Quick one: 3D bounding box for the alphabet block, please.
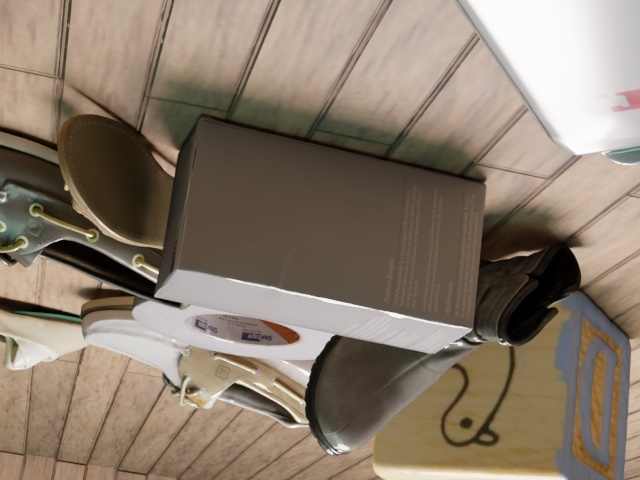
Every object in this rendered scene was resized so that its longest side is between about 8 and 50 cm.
[{"bbox_3d":[0.185,0.163,1.436,0.197,0.192,0.193,-3,157,27],"label":"alphabet block"}]

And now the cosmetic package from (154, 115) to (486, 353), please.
[{"bbox_3d":[0.000,0.000,1.114,0.238,0.127,0.107,13,161,-10],"label":"cosmetic package"}]

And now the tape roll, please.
[{"bbox_3d":[-0.070,0.055,1.400,0.219,0.072,0.219,8,162,3],"label":"tape roll"}]

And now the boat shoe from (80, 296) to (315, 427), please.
[{"bbox_3d":[-0.126,0.137,1.626,0.302,0.103,0.113,12,162,-13],"label":"boat shoe"}]

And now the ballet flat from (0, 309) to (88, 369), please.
[{"bbox_3d":[-0.381,0.112,1.698,0.248,0.086,0.086,16,161,-24],"label":"ballet flat"}]

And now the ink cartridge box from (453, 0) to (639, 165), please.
[{"bbox_3d":[0.140,-0.181,0.370,0.279,0.160,0.384,-10,157,21],"label":"ink cartridge box"}]

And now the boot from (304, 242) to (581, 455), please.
[{"bbox_3d":[0.104,0.081,1.212,0.161,0.246,0.083,-13,115,51],"label":"boot"}]

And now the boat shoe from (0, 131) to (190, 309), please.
[{"bbox_3d":[-0.231,-0.020,1.206,0.305,0.091,0.109,17,160,-26],"label":"boat shoe"}]

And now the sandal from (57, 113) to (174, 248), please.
[{"bbox_3d":[-0.159,-0.031,1.150,0.079,0.088,0.240,-5,164,29],"label":"sandal"}]
